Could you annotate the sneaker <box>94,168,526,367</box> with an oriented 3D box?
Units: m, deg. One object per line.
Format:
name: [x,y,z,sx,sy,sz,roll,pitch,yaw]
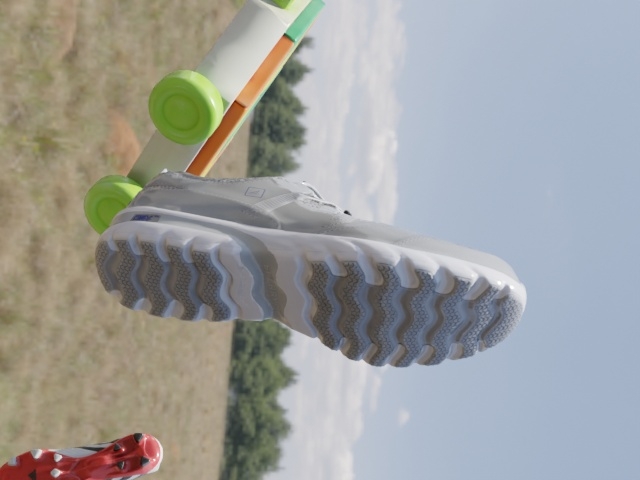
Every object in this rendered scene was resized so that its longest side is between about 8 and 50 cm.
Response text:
sneaker: [0.000,0.000,0.640,0.105,0.281,0.115,102,1,-46]

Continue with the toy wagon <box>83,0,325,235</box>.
toy wagon: [-0.078,-0.146,0.835,0.344,0.068,0.267,-49,-171,33]

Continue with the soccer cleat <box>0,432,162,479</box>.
soccer cleat: [-0.120,0.117,0.485,0.035,0.083,0.029,95,-19,-63]
